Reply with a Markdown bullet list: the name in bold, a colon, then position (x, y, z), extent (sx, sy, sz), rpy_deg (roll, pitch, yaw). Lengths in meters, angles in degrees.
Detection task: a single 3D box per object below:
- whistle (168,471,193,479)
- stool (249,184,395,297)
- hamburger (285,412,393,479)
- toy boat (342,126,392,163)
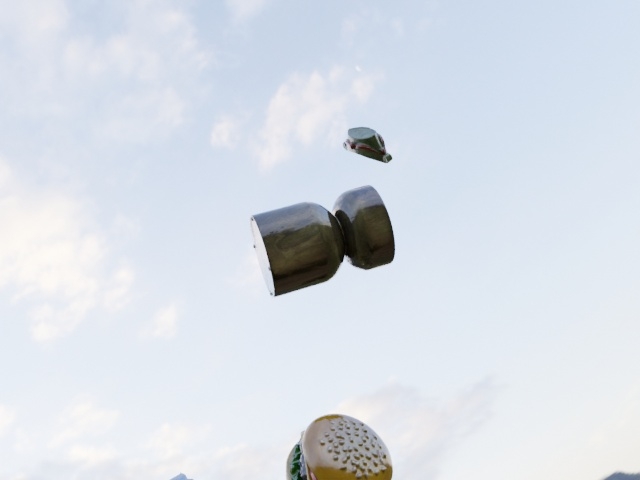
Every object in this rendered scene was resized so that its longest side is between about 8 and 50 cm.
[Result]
- **whistle**: position (-0.474, 0.785, 2.013), extent (0.062, 0.062, 0.304), rpy_deg (-34, -12, 1)
- **stool**: position (0.000, 0.000, 1.339), extent (0.264, 0.179, 0.179), rpy_deg (-15, -37, -13)
- **hamburger**: position (0.028, 0.340, 0.957), extent (0.161, 0.162, 0.115), rpy_deg (-1, -49, -39)
- **toy boat**: position (0.115, -0.254, 1.688), extent (0.089, 0.185, 0.071), rpy_deg (-36, -53, -22)
